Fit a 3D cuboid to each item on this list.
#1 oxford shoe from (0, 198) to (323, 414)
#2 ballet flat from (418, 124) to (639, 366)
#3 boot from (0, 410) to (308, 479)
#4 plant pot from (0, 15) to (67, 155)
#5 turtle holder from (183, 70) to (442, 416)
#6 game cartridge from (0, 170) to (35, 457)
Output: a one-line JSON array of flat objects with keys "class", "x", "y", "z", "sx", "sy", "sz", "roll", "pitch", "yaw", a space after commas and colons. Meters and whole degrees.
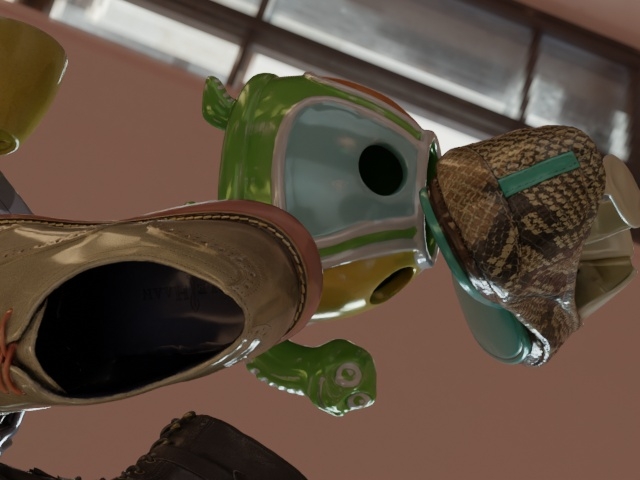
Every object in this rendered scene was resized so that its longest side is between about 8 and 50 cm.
[{"class": "oxford shoe", "x": -0.204, "y": 0.053, "z": 0.957, "sx": 0.146, "sy": 0.397, "sz": 0.141, "roll": -39, "pitch": 114, "yaw": -72}, {"class": "ballet flat", "x": 0.202, "y": 0.009, "z": 1.242, "sx": 0.483, "sy": 0.182, "sz": 0.164, "roll": 54, "pitch": 12, "yaw": -74}, {"class": "boot", "x": -0.144, "y": 0.194, "z": 1.066, "sx": 0.091, "sy": 0.263, "sz": 0.229, "roll": -66, "pitch": 171, "yaw": 27}, {"class": "plant pot", "x": -0.309, "y": -0.136, "z": 1.315, "sx": 0.134, "sy": 0.134, "sz": 0.095, "roll": 118, "pitch": -23, "yaw": -65}, {"class": "turtle holder", "x": -0.002, "y": -0.017, "z": 1.395, "sx": 0.243, "sy": 0.227, "sz": 0.320, "roll": 77, "pitch": 20, "yaw": -47}, {"class": "game cartridge", "x": -0.345, "y": 0.068, "z": 1.389, "sx": 0.060, "sy": 0.196, "sz": 0.294, "roll": -15, "pitch": 146, "yaw": -40}]
